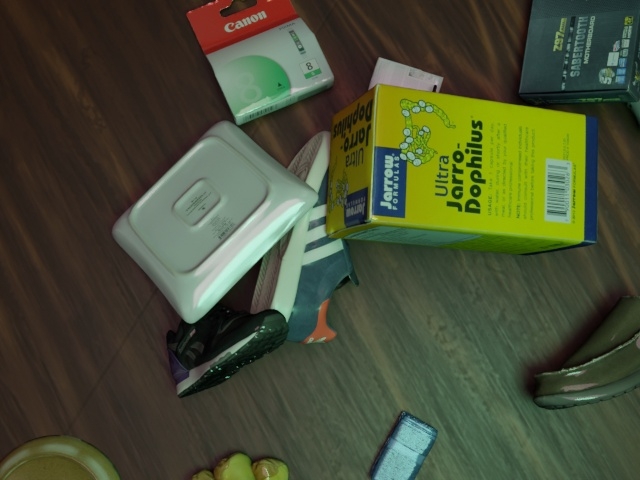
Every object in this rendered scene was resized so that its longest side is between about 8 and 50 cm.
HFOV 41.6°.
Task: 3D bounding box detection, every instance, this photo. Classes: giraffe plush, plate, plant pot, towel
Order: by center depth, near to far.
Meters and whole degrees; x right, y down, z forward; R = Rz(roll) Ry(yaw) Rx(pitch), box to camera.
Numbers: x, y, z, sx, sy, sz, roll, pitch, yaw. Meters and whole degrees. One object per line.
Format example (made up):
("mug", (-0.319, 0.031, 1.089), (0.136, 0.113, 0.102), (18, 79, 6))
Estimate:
("giraffe plush", (-0.114, 0.432, 1.259), (0.181, 0.170, 0.210), (-27, 83, -2))
("plate", (-0.182, -0.048, 1.321), (0.277, 0.045, 0.278), (-45, 52, -5))
("towel", (0.132, 0.339, 1.336), (0.067, 0.029, 0.119), (29, 83, 5))
("plant pot", (-0.429, 0.431, 1.339), (0.236, 0.032, 0.236), (0, 83, 2))

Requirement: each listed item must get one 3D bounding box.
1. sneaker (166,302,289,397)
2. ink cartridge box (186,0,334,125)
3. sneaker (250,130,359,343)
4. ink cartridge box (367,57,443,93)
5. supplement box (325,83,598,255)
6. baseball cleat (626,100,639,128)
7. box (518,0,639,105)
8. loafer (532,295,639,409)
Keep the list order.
("sneaker", (-0.160, 0.139, 1.263), (0.107, 0.283, 0.124), (-11, 73, -42))
("ink cartridge box", (-0.103, -0.328, 1.414), (0.181, 0.056, 0.224), (-24, 84, -7))
("sneaker", (0.000, 0.000, 1.351), (0.148, 0.131, 0.350), (21, 73, -23))
("ink cartridge box", (0.142, -0.260, 1.416), (0.115, 0.029, 0.063), (18, 83, 3))
("supplement box", (0.208, -0.094, 1.257), (0.356, 0.194, 0.195), (5, 83, -18))
("baseball cleat", (0.494, -0.266, 1.396), (0.109, 0.072, 0.206), (-11, 77, 14))
("box", (0.430, -0.337, 1.359), (0.183, 0.059, 0.232), (5, 81, 39))
("loafer", (0.480, 0.155, 1.311), (0.366, 0.134, 0.130), (-22, 78, -11))
